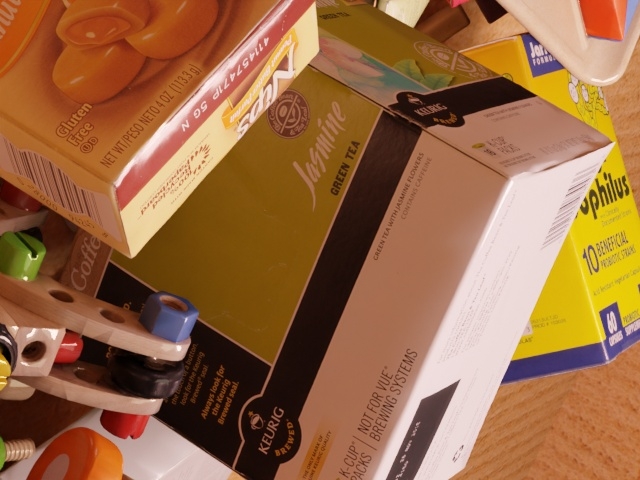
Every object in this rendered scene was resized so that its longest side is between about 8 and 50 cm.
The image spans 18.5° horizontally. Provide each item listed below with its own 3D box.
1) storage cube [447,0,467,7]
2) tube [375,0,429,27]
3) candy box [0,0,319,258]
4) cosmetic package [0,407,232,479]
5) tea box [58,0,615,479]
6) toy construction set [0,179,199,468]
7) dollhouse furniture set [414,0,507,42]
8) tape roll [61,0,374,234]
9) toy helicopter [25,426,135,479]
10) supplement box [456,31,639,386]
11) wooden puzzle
[{"bbox_3d":[0.163,-0.358,1.749,0.193,0.184,0.215,-23,152,-8],"label":"storage cube"},{"bbox_3d":[0.081,-0.243,1.880,0.070,0.062,0.240,55,31,-23],"label":"tube"},{"bbox_3d":[-0.180,-0.147,1.162,0.183,0.316,0.087,-49,159,-24],"label":"candy box"},{"bbox_3d":[-0.212,0.267,1.827,0.284,0.097,0.377,-37,165,-41],"label":"cosmetic package"},{"bbox_3d":[0.000,0.000,1.567,0.220,0.323,0.329,-21,139,-59],"label":"tea box"},{"bbox_3d":[-0.274,0.064,1.468,0.237,0.257,0.309,-2,146,-45],"label":"toy construction set"},{"bbox_3d":[0.135,-0.267,2.157,0.114,0.091,0.081,-34,-161,-4],"label":"dollhouse furniture set"},{"bbox_3d":[-0.083,-0.151,1.732,0.392,0.072,0.392,-47,156,-28],"label":"tape roll"},{"bbox_3d":[-0.231,0.262,1.463,0.140,0.355,0.235,35,72,-29],"label":"toy helicopter"},{"bbox_3d":[0.216,-0.039,2.138,0.194,0.195,0.357,-22,96,-59],"label":"supplement box"},{"bbox_3d":[0.275,-0.363,1.991,0.348,0.080,0.322,32,77,-46],"label":"wooden puzzle"}]
